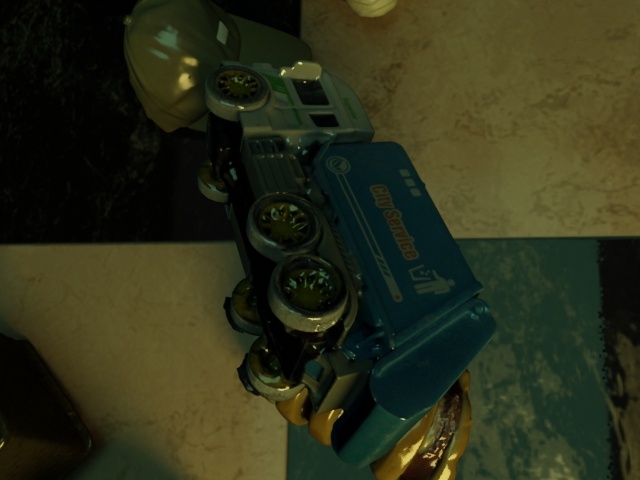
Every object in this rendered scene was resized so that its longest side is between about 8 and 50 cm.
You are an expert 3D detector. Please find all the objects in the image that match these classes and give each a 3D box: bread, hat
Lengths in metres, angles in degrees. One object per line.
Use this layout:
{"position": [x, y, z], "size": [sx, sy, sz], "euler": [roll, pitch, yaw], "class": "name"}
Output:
{"position": [0.038, 0.142, 0.565], "size": [0.225, 0.081, 0.134], "euler": [27, 84, 15], "class": "bread"}
{"position": [-0.112, -0.202, 0.644], "size": [0.173, 0.144, 0.166], "euler": [10, 83, 35], "class": "hat"}

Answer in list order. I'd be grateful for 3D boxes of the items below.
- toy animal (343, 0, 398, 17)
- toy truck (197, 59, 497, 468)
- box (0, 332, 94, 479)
{"position": [0.027, -0.357, 0.547], "size": [0.183, 0.310, 0.247], "euler": [23, 90, 11], "class": "toy animal"}
{"position": [0.000, 0.000, 0.519], "size": [0.175, 0.146, 0.367], "euler": [-8, 57, -23], "class": "toy truck"}
{"position": [-0.395, 0.220, 0.561], "size": [0.273, 0.143, 0.184], "euler": [-41, 65, -11], "class": "box"}
